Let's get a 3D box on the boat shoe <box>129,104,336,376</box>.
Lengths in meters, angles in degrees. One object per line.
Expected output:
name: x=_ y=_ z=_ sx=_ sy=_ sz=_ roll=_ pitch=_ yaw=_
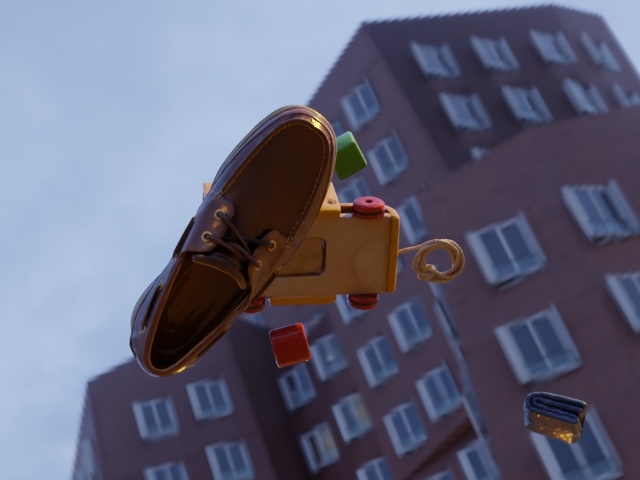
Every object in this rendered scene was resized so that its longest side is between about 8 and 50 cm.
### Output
boat shoe: x=-0.047 y=0.005 z=0.729 sx=0.064 sy=0.060 sz=0.178 roll=33 pitch=-80 yaw=-11

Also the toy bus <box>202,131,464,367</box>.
toy bus: x=-0.012 y=-0.005 z=1.126 sx=0.191 sy=0.104 sz=0.202 roll=-41 pitch=-65 yaw=12

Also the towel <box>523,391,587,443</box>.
towel: x=0.256 y=0.193 z=1.413 sx=0.067 sy=0.029 sz=0.119 roll=15 pitch=-16 yaw=14
